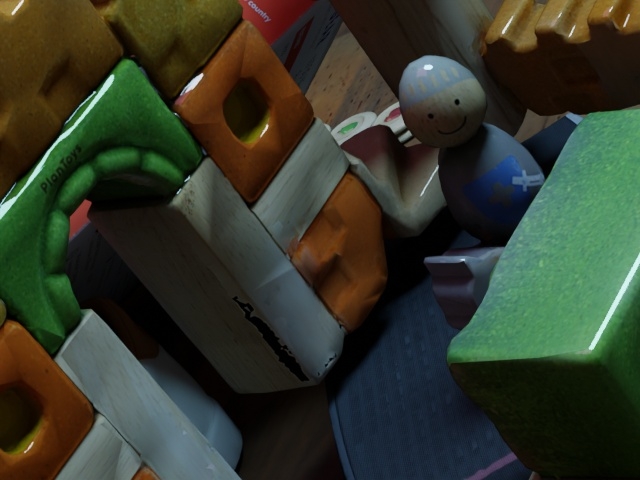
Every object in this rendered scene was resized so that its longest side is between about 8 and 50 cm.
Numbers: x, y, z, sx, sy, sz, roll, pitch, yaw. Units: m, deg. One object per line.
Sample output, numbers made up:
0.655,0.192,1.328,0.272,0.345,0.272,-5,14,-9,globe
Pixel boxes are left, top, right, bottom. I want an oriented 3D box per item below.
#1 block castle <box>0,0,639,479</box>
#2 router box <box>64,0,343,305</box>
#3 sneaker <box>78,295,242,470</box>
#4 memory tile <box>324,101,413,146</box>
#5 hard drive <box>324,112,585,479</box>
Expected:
0.000,0.000,0.642,0.303,0.213,0.453,-4,43,46,block castle
-0.127,-0.017,0.969,0.301,0.082,0.335,-46,-3,-19,router box
-0.129,0.137,0.812,0.106,0.123,0.290,-21,28,28,sneaker
-0.008,-0.026,1.096,0.113,0.012,0.148,-12,33,44,memory tile
0.077,0.040,0.794,0.172,0.054,0.254,-31,23,12,hard drive
